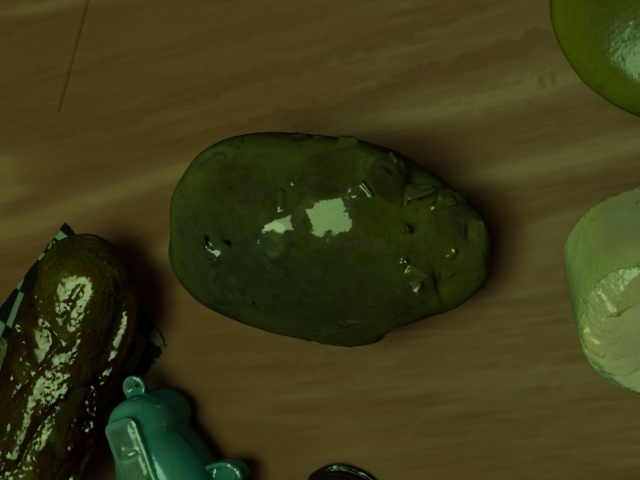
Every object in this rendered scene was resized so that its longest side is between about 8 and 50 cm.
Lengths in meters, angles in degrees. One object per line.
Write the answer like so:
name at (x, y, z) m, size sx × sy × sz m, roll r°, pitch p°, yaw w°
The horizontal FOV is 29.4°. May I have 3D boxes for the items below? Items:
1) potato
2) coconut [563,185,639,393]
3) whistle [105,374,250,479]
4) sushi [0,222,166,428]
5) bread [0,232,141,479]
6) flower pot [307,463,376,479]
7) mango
potato at (0.000, 0.000, 1.055) m, size 0.296 × 0.141 × 0.191 m, roll 2°, pitch 118°, yaw 18°
coconut at (0.257, 0.031, 0.925) m, size 0.147 × 0.152 × 0.147 m, roll 3°, pitch 119°, yaw 5°
whistle at (-0.139, 0.261, 1.183) m, size 0.186 × 0.093 × 0.274 m, roll -20°, pitch 87°, yaw 27°
sushi at (-0.298, 0.143, 1.281) m, size 0.192 × 0.043 × 0.279 m, roll 48°, pitch 112°, yaw 17°
bread at (-0.273, 0.159, 1.200) m, size 0.124 × 0.084 × 0.344 m, roll 27°, pitch 99°, yaw 30°
flower pot at (0.005, 0.266, 1.103) m, size 0.111 × 0.089 × 0.111 m, roll 2°, pitch 95°, yaw 27°
mango at (0.261, -0.158, 0.949) m, size 0.191 × 0.085 × 0.122 m, roll 26°, pitch 115°, yaw 34°
